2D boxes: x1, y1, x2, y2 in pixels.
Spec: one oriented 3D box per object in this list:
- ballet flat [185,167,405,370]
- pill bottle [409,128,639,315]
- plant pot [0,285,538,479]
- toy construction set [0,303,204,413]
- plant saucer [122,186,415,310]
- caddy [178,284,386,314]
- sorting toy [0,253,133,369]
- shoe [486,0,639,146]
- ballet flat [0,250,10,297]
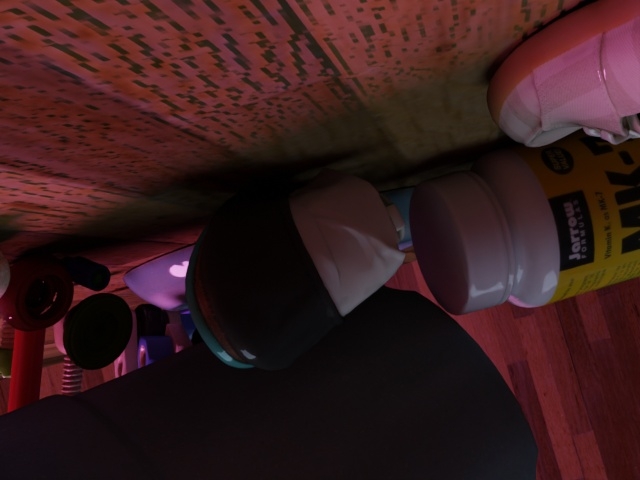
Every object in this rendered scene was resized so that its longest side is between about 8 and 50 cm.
[{"bbox_3d":[0.000,0.000,0.556,0.096,0.095,0.280,-27,-176,11],"label":"ballet flat"},{"bbox_3d":[0.179,-0.019,0.674,0.209,0.119,0.119,-15,175,-15],"label":"pill bottle"},{"bbox_3d":[-0.044,0.205,0.655,0.334,0.341,0.341,-27,-178,-31],"label":"plant pot"},{"bbox_3d":[-0.166,0.185,0.854,0.257,0.237,0.309,5,178,39],"label":"toy construction set"},{"bbox_3d":[-0.025,0.014,0.871,0.318,0.043,0.317,-16,176,-1],"label":"plant saucer"},{"bbox_3d":[-0.048,0.151,1.144,0.341,0.241,0.179,-18,-176,33],"label":"caddy"},{"bbox_3d":[-0.164,0.038,0.585,0.042,0.061,0.102,17,160,39],"label":"sorting toy"},{"bbox_3d":[0.128,-0.063,0.339,0.077,0.058,0.219,-14,175,-18],"label":"shoe"},{"bbox_3d":[-0.203,0.039,0.489,0.052,0.057,0.168,-25,-178,-36],"label":"ballet flat"}]
